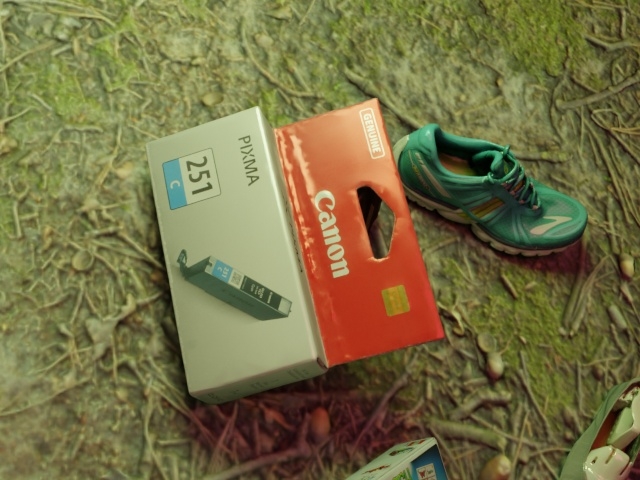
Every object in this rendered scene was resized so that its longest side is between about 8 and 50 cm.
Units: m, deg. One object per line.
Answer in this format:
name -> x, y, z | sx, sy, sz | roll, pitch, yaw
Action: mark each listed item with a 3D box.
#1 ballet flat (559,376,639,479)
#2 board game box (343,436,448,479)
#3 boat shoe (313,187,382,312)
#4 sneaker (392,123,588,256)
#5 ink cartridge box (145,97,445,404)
ballet flat -> 0.341, 0.242, 1.170 | 0.072, 0.068, 0.213 | 39, 56, -1
board game box -> 0.055, 0.314, 0.904 | 0.305, 0.053, 0.192 | -11, 84, -61
boat shoe -> 0.002, 0.004, 1.149 | 0.095, 0.095, 0.257 | 8, 63, 21
sneaker -> 0.219, -0.063, 1.249 | 0.275, 0.110, 0.107 | 21, 58, -14
ink cartridge box -> -0.034, -0.004, 1.059 | 0.261, 0.066, 0.296 | -17, 68, 7
